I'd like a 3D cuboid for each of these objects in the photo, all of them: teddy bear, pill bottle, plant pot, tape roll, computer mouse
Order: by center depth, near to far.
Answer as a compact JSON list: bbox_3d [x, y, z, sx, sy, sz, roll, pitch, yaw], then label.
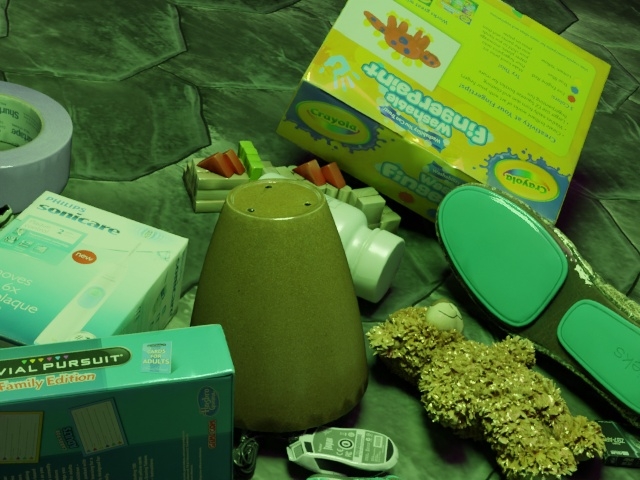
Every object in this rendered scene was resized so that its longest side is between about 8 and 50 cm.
[{"bbox_3d":[-0.004,0.255,1.265,0.193,0.042,0.106,9,29,4],"label":"computer mouse"},{"bbox_3d":[-0.057,0.062,1.300,0.237,0.254,0.237,0,27,0],"label":"plant pot"},{"bbox_3d":[0.219,0.186,1.379,0.245,0.113,0.338,-6,38,-29],"label":"teddy bear"},{"bbox_3d":[0.000,0.000,1.556,0.229,0.131,0.131,24,35,16],"label":"pill bottle"},{"bbox_3d":[-0.525,-0.148,1.635,0.274,0.090,0.275,9,33,-6],"label":"tape roll"}]

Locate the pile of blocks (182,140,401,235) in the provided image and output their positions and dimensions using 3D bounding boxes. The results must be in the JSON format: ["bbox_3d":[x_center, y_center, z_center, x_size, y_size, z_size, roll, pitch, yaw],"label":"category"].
[{"bbox_3d":[-0.043,-0.098,1.703,0.362,0.113,0.149,13,34,-1],"label":"pile of blocks"}]

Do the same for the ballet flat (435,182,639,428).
[{"bbox_3d":[0.360,0.102,1.524,0.483,0.164,0.182,44,10,31],"label":"ballet flat"}]

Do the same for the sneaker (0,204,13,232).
[{"bbox_3d":[-0.493,-0.032,1.516,0.109,0.044,0.040,-5,40,-22],"label":"sneaker"}]

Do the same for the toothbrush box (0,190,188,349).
[{"bbox_3d":[-0.325,0.083,1.331,0.216,0.126,0.295,19,33,9],"label":"toothbrush box"}]

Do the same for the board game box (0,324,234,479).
[{"bbox_3d":[-0.253,0.218,1.004,0.336,0.254,0.079,-5,33,-14],"label":"board game box"}]

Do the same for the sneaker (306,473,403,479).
[{"bbox_3d":[0.061,0.299,1.217,0.166,0.065,0.076,16,17,-1],"label":"sneaker"}]

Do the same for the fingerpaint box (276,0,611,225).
[{"bbox_3d":[0.208,-0.232,1.740,0.444,0.163,0.371,29,57,-4],"label":"fingerpaint box"}]

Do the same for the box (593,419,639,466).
[{"bbox_3d":[0.406,0.269,1.400,0.083,0.018,0.067,7,34,-10],"label":"box"}]
